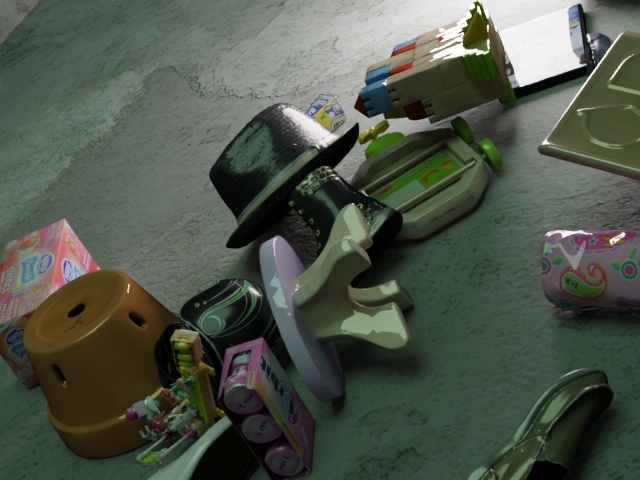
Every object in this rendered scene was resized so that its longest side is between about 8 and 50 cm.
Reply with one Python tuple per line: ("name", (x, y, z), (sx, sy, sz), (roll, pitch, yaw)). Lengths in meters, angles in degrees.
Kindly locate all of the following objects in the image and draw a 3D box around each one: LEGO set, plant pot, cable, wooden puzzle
("LEGO set", (-0.222, 0.250, 1.803), (0.107, 0.132, 0.287), (-35, -13, -33))
("plant pot", (-0.354, 0.184, 2.044), (0.291, 0.203, 0.291), (-21, 31, 13))
("cable", (-0.201, 0.215, 1.894), (0.047, 0.184, 0.151), (-18, 10, -30))
("wooden puzzle", (0.538, -0.173, 1.831), (0.322, 0.080, 0.348), (19, 49, 29))

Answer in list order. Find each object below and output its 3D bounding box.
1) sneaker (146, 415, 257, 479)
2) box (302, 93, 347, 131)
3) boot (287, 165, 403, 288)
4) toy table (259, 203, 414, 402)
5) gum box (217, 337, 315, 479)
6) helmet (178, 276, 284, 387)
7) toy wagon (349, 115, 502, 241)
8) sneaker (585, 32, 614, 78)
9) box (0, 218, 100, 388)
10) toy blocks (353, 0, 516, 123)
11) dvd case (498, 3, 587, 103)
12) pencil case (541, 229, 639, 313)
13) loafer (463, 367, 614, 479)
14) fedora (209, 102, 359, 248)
("sneaker", (-0.203, 0.345, 1.775), (0.123, 0.106, 0.290), (15, 54, 47))
("box", (-0.028, -0.223, 2.503), (0.169, 0.059, 0.054), (-43, 32, -21))
("boot", (0.001, 0.000, 2.047), (0.236, 0.085, 0.179), (-47, 60, -5))
("toy table", (0.028, 0.087, 1.853), (0.161, 0.252, 0.274), (-28, 71, 13))
("gum box", (-0.076, 0.238, 1.745), (0.062, 0.188, 0.107), (-19, 32, 17))
("helmet", (-0.135, 0.141, 1.966), (0.162, 0.169, 0.169), (-33, 28, -31))
("toy wagon", (0.159, -0.121, 2.191), (0.267, 0.068, 0.344), (-31, 30, -2))
("sneaker", (0.528, -0.254, 2.058), (0.131, 0.112, 0.319), (-11, 39, 3))
("box", (-0.520, 0.113, 2.334), (0.142, 0.154, 0.300), (-24, 30, 10))
("toy blocks", (0.201, -0.304, 2.257), (0.261, 0.190, 0.381), (-20, 19, 15))
("dvd case", (0.424, -0.362, 2.364), (0.180, 0.022, 0.253), (-17, 33, 19))
("pencil case", (0.436, 0.044, 1.677), (0.284, 0.124, 0.124), (-1, 41, 41))
("loafer", (0.283, 0.263, 1.520), (0.251, 0.094, 0.087), (-44, 45, -14))
("fedora", (-0.087, -0.138, 2.216), (0.334, 0.152, 0.334), (-44, -3, -3))
